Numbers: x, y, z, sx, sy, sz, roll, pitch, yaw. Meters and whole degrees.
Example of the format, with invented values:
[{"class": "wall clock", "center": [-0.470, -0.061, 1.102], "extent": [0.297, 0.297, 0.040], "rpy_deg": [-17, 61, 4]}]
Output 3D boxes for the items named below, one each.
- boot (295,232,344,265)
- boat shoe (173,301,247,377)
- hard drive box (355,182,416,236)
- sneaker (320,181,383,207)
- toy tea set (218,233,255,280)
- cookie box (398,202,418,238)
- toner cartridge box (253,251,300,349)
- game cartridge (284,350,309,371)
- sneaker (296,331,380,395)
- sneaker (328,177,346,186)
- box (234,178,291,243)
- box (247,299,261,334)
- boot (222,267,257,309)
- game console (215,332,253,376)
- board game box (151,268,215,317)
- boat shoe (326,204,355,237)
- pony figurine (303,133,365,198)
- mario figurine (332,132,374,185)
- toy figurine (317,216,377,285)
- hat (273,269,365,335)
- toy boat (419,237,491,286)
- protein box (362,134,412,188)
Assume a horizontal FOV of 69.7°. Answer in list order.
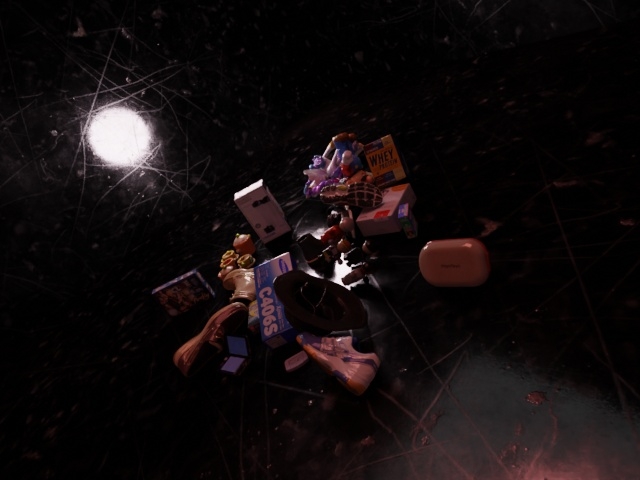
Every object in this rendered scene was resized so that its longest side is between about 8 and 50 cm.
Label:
[{"class": "boot", "center": [0.000, 0.000, 1.971], "extent": [0.198, 0.137, 0.077], "rpy_deg": [-40, 28, -18]}, {"class": "boat shoe", "center": [-0.402, 0.386, 1.772], "extent": [0.342, 0.123, 0.123], "rpy_deg": [-40, 42, -16]}, {"class": "hard drive box", "center": [0.282, -0.129, 1.956], "extent": [0.181, 0.089, 0.232], "rpy_deg": [-9, 35, 38]}, {"class": "sneaker", "center": [0.140, -0.194, 1.979], "extent": [0.279, 0.107, 0.118], "rpy_deg": [7, -2, 22]}, {"class": "toy tea set", "center": [-0.427, 0.077, 2.267], "extent": [0.200, 0.124, 0.336], "rpy_deg": [-29, 23, 4]}, {"class": "cookie box", "center": [0.340, -0.075, 1.785], "extent": [0.040, 0.107, 0.091], "rpy_deg": [-18, 30, 25]}, {"class": "toner cartridge box", "center": [-0.149, 0.217, 1.717], "extent": [0.165, 0.075, 0.347], "rpy_deg": [-24, 45, 8]}, {"class": "game cartridge", "center": [-0.078, 0.399, 1.516], "extent": [0.083, 0.017, 0.056], "rpy_deg": [-30, 24, 2]}, {"class": "sneaker", "center": [0.054, 0.337, 1.373], "extent": [0.297, 0.111, 0.131], "rpy_deg": [26, 66, 43]}, {"class": "sneaker", "center": [0.127, -0.288, 2.399], "extent": [0.235, 0.078, 0.106], "rpy_deg": [-8, 39, 43]}, {"class": "box", "center": [-0.293, -0.145, 2.344], "extent": [0.169, 0.289, 0.087], "rpy_deg": [-26, 27, 9]}, {"class": "box", "center": [-0.174, 0.260, 1.812], "extent": [0.233, 0.044, 0.159], "rpy_deg": [-27, 28, 8]}, {"class": "boot", "center": [-0.357, 0.223, 2.015], "extent": [0.262, 0.095, 0.203], "rpy_deg": [-11, 35, 29]}, {"class": "game console", "center": [-0.321, 0.413, 1.662], "extent": [0.144, 0.085, 0.124], "rpy_deg": [-5, 37, 42]}, {"class": "board game box", "center": [-0.645, 0.251, 2.175], "extent": [0.244, 0.165, 0.042], "rpy_deg": [-26, 28, 11]}, {"class": "boat shoe", "center": [0.082, -0.090, 2.022], "extent": [0.113, 0.127, 0.340], "rpy_deg": [-9, 26, -1]}, {"class": "pony figurine", "center": [0.064, -0.340, 2.272], "extent": [0.363, 0.303, 0.351], "rpy_deg": [-57, 22, 3]}, {"class": "mario figurine", "center": [0.174, -0.331, 2.075], "extent": [0.198, 0.320, 0.170], "rpy_deg": [-17, 2, -24]}, {"class": "toy figurine", "center": [0.107, 0.042, 1.710], "extent": [0.148, 0.213, 0.209], "rpy_deg": [-35, 23, 25]}, {"class": "hat", "center": [-0.021, 0.239, 1.526], "extent": [0.331, 0.332, 0.133], "rpy_deg": [-106, 37, -62]}, {"class": "toy boat", "center": [0.434, 0.063, 1.460], "extent": [0.231, 0.150, 0.151], "rpy_deg": [-4, 7, 41]}, {"class": "protein box", "center": [0.309, -0.348, 2.090], "extent": [0.136, 0.201, 0.200], "rpy_deg": [-21, -5, 19]}]
